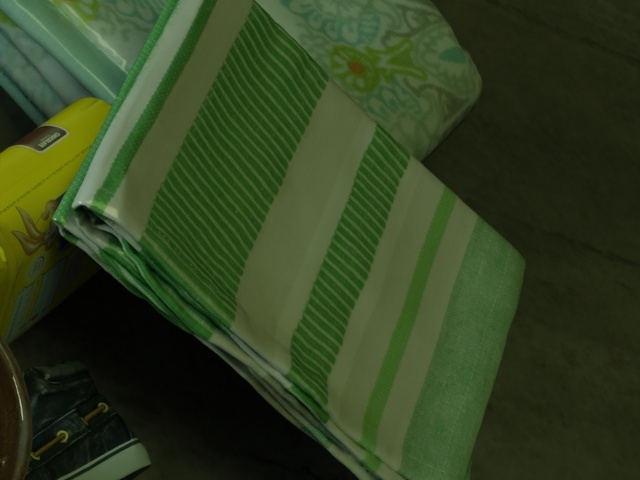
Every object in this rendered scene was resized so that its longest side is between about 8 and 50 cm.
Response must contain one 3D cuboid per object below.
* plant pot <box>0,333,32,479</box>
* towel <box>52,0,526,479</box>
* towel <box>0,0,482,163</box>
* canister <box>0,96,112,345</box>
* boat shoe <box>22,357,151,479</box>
[{"bbox_3d":[-0.257,0.111,0.923,0.167,0.165,0.167,21,51,-29],"label":"plant pot"},{"bbox_3d":[0.000,0.000,1.152,0.325,0.038,0.248,42,45,-23],"label":"towel"},{"bbox_3d":[-0.082,-0.165,1.274,0.374,0.090,0.320,47,46,-2],"label":"towel"},{"bbox_3d":[-0.179,0.000,1.091,0.073,0.126,0.170,33,39,11],"label":"canister"},{"bbox_3d":[-0.182,0.131,1.051,0.183,0.065,0.083,-24,77,-52],"label":"boat shoe"}]
